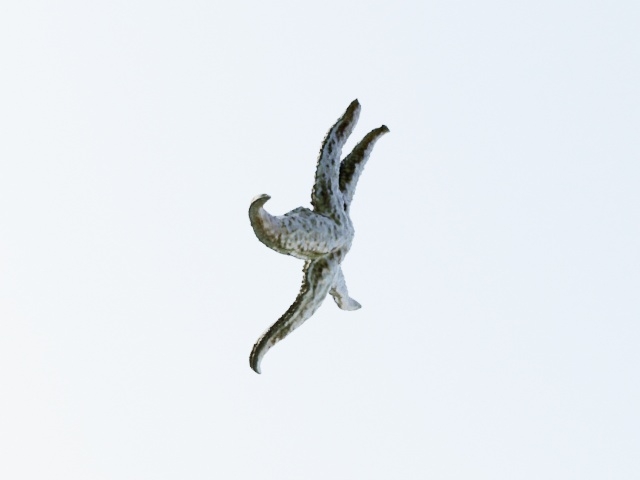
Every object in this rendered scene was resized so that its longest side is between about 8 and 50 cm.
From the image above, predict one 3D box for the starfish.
[{"bbox_3d":[0.002,0.001,1.392,0.050,0.223,0.217,21,-16,20],"label":"starfish"}]
